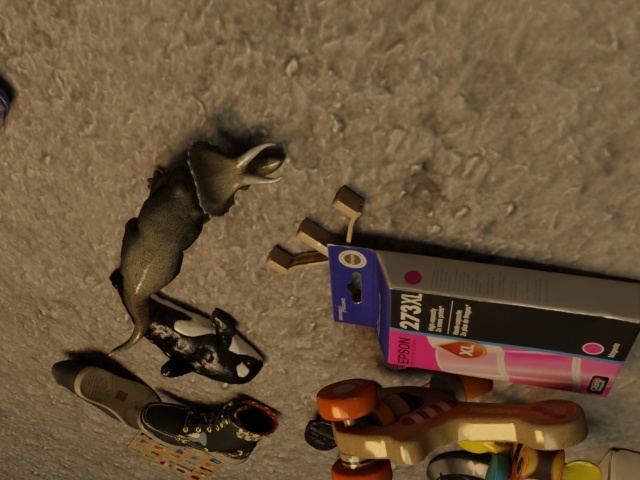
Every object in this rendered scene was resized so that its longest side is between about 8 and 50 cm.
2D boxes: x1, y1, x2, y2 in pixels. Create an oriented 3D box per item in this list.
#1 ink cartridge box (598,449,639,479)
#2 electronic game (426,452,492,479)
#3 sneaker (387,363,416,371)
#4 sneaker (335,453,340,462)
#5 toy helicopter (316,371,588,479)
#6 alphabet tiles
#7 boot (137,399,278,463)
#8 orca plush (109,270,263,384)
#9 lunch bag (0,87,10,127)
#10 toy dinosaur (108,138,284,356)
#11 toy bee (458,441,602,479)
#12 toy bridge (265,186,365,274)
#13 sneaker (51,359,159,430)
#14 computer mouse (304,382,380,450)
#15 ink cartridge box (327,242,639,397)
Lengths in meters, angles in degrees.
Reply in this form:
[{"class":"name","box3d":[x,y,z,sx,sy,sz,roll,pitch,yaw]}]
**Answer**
[{"class":"ink cartridge box","box3d":[0.523,0.466,1.202,0.207,0.117,0.283,12,142,10]},{"class":"electronic game","box3d":[0.300,0.451,1.342,0.229,0.048,0.229,19,142,15]},{"class":"sneaker","box3d":[0.149,0.167,1.072,0.057,0.047,0.119,31,144,-32]},{"class":"sneaker","box3d":[0.073,0.421,1.367,0.083,0.098,0.223,20,143,1]},{"class":"toy helicopter","box3d":[0.184,0.241,1.021,0.355,0.235,0.140,-7,98,34]},{"class":"alphabet tiles","box3d":[-0.323,0.477,1.692,0.198,0.009,0.237,28,142,-10]},{"class":"boot","box3d":[-0.208,0.336,1.406,0.237,0.085,0.178,24,141,-16]},{"class":"orca plush","box3d":[-0.221,0.161,1.178,0.151,0.102,0.287,-16,129,38]},{"class":"lunch bag","box3d":[-0.495,-0.178,0.898,0.219,0.090,0.176,37,141,-21]},{"class":"toy dinosaur","box3d":[-0.182,-0.008,0.871,0.121,0.313,0.160,40,177,-8]},{"class":"toy bee","box3d":[0.306,0.317,1.048,0.195,0.298,0.162,11,107,-15]},{"class":"toy bridge","box3d":[0.000,0.000,0.943,0.063,0.026,0.188,31,140,-16]},{"class":"sneaker","box3d":[-0.413,0.293,1.466,0.118,0.083,0.222,12,153,42]},{"class":"computer mouse","box3d":[0.040,0.297,1.289,0.071,0.041,0.242,29,135,-9]},{"class":"ink cartridge box","box3d":[0.188,0.100,0.936,0.371,0.069,0.175,9,142,12]}]
